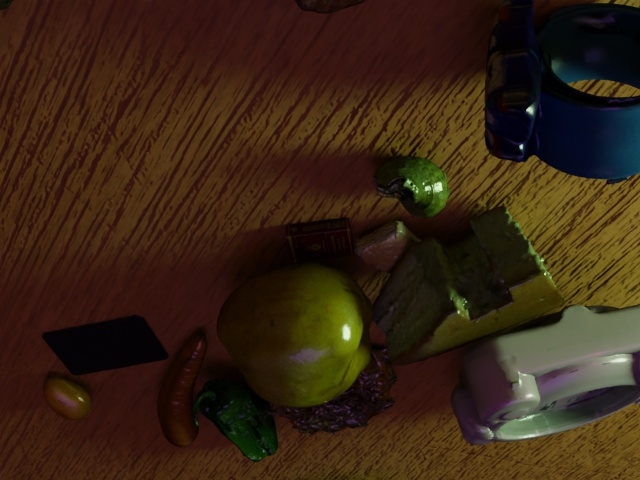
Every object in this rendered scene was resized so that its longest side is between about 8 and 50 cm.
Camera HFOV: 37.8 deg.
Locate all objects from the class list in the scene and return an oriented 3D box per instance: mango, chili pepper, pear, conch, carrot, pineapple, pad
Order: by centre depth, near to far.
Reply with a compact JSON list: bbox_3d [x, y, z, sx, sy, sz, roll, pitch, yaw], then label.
[{"bbox_3d":[0.102,-0.061,1.094,0.089,0.074,0.121,-4,179,25],"label":"conch"},{"bbox_3d":[-0.029,0.119,1.202,0.200,0.200,0.200,-1,137,-1],"label":"pear"},{"bbox_3d":[-0.312,0.155,1.363,0.157,0.003,0.112,-11,137,10],"label":"pad"},{"bbox_3d":[0.020,0.230,1.403,0.225,0.076,0.225,-4,141,-3],"label":"pineapple"},{"bbox_3d":[-0.212,0.231,1.414,0.066,0.062,0.271,26,136,18],"label":"carrot"},{"bbox_3d":[-0.386,0.237,1.422,0.060,0.046,0.089,-22,121,18],"label":"mango"},{"bbox_3d":[-0.122,0.277,1.444,0.100,0.074,0.257,-40,139,-8],"label":"chili pepper"}]

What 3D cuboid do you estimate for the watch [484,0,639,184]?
[{"bbox_3d":[0.261,-0.148,0.925,0.200,0.196,0.171,1,147,8],"label":"watch"}]

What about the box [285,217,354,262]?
[{"bbox_3d":[0.000,0.000,1.193,0.082,0.023,0.051,-7,136,5],"label":"box"}]

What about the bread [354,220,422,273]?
[{"bbox_3d":[0.093,0.010,1.201,0.070,0.035,0.083,-31,137,28],"label":"bread"}]

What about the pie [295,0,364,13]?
[{"bbox_3d":[0.016,-0.273,0.861,0.153,0.038,0.153,-16,149,-10],"label":"pie"}]

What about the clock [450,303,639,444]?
[{"bbox_3d":[0.326,0.196,1.296,0.295,0.113,0.322,-12,155,-7],"label":"clock"}]

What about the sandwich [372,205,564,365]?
[{"bbox_3d":[0.167,0.067,1.172,0.236,0.122,0.128,-27,146,11],"label":"sandwich"}]

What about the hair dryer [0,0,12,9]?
[{"bbox_3d":[-0.436,-0.209,0.913,0.304,0.120,0.359,13,145,-4],"label":"hair dryer"}]
